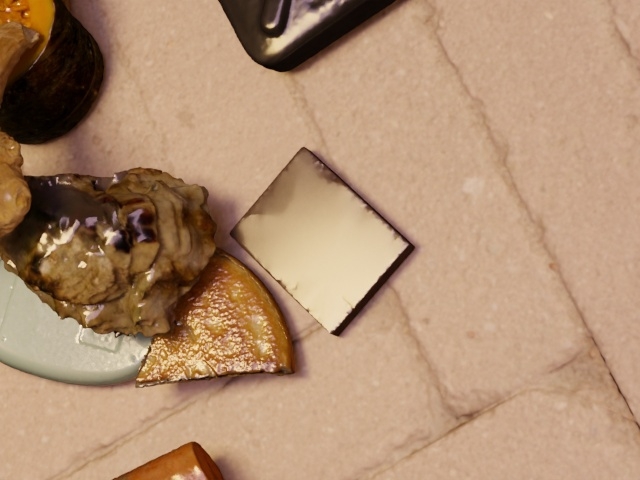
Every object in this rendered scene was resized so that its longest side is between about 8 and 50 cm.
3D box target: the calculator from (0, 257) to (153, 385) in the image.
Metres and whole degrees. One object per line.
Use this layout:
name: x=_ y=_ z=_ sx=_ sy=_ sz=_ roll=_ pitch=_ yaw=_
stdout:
calculator: x=-0.294 y=0.064 z=1.814 sx=0.295 sy=0.042 sz=0.184 roll=13 pitch=84 yaw=23

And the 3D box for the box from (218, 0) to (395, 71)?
box: x=-0.011 y=-0.365 z=1.772 sx=0.289 sy=0.073 sz=0.290 roll=-32 pitch=69 yaw=13

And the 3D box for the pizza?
pizza: x=-0.117 y=0.110 z=1.722 sx=0.184 sy=0.036 sz=0.176 roll=40 pitch=84 yaw=20

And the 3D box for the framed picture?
framed picture: x=0.000 y=0.000 z=1.720 sx=0.168 sy=0.023 sz=0.128 roll=43 pitch=97 yaw=23

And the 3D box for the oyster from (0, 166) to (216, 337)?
oyster: x=-0.278 y=-0.022 z=1.734 sx=0.337 sy=0.133 sz=0.198 roll=15 pitch=57 yaw=18

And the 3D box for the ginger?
ginger: x=-0.347 y=-0.116 z=1.682 sx=0.131 sy=0.086 sz=0.295 roll=-18 pitch=52 yaw=30

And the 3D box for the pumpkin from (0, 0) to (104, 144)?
pumpkin: x=-0.391 y=-0.259 z=1.873 sx=0.221 sy=0.139 sz=0.317 roll=-25 pitch=74 yaw=11

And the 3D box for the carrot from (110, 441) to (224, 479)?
carrot: x=-0.231 y=0.326 z=1.693 sx=0.302 sy=0.139 sz=0.139 roll=-37 pitch=68 yaw=4
